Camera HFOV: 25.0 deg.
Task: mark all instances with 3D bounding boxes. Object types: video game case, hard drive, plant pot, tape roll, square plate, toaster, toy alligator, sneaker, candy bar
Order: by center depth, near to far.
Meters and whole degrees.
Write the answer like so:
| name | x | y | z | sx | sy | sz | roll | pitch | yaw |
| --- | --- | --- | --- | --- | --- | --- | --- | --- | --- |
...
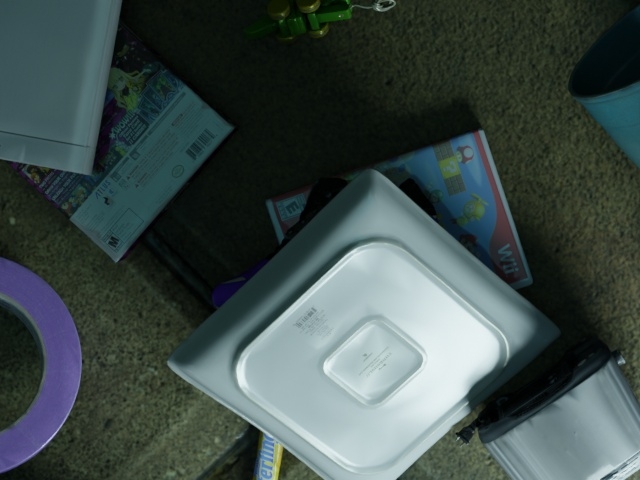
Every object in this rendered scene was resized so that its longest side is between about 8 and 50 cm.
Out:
| name | x | y | z | sx | sy | sz | roll | pitch | yaw |
| --- | --- | --- | --- | --- | --- | --- | --- | --- | --- |
| plant pot | 0.464 | -0.149 | 1.627 | 0.271 | 0.272 | 0.255 | -37 | 104 | 8 |
| square plate | 0.057 | 0.135 | 1.710 | 0.347 | 0.049 | 0.344 | -43 | 116 | 15 |
| toaster | 0.293 | 0.234 | 1.740 | 0.227 | 0.129 | 0.146 | -36 | 93 | 7 |
| sneaker | 0.000 | 0.000 | 1.743 | 0.293 | 0.102 | 0.146 | -16 | 94 | 0 |
| toy alligator | -0.003 | -0.286 | 1.765 | 0.189 | 0.056 | 0.051 | -12 | 53 | 8 |
| hard drive | -0.364 | -0.274 | 1.780 | 0.233 | 0.047 | 0.353 | 11 | 91 | 13 |
| tape roll | -0.435 | 0.156 | 1.783 | 0.274 | 0.090 | 0.275 | 2 | 80 | -11 |
| video game case | 0.097 | 0.001 | 1.792 | 0.285 | 0.025 | 0.204 | -18 | 93 | 8 |
| video game case | -0.254 | -0.126 | 1.810 | 0.210 | 0.042 | 0.232 | 42 | 98 | 2 |
| candy bar | -0.066 | 0.279 | 1.841 | 0.040 | 0.018 | 0.161 | 10 | 96 | 6 |
